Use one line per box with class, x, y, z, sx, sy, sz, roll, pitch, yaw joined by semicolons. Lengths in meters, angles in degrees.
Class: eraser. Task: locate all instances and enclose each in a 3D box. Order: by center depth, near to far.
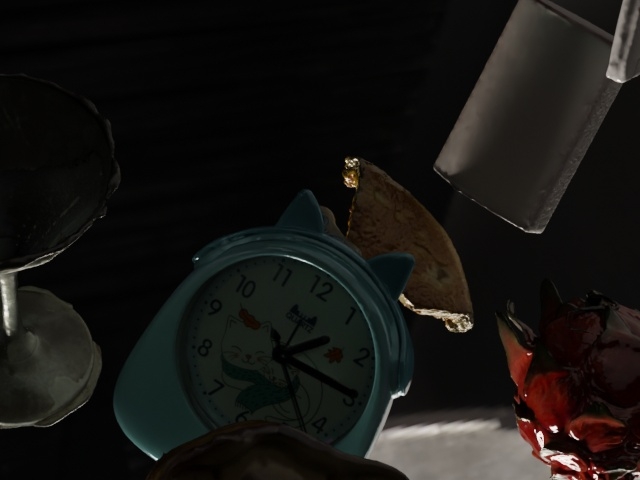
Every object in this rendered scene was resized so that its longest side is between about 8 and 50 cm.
eraser;0.278;-0.168;2.113;0.174;0.095;0.270;36;109;29

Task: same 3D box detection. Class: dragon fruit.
dragon fruit;0.291;0.152;1.737;0.193;0.192;0.274;-37;48;42

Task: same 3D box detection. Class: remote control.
remote control;0.000;0.000;2.046;0.122;0.074;0.032;53;146;43

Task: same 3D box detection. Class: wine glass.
wine glass;-0.204;0.019;1.052;0.156;0.156;0.232;57;156;28

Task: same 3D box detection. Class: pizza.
pizza;0.108;0.011;2.098;0.271;0.134;0.056;46;147;-7

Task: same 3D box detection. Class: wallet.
wallet;0.293;-0.229;1.400;0.032;0.124;0.183;21;111;21

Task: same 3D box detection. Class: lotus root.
lotus root;-0.054;0.219;1.115;0.180;0.199;0.188;-3;67;68

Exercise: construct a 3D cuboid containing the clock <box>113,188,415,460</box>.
clock;-0.029;0.099;1.386;0.223;0.094;0.274;34;102;8
